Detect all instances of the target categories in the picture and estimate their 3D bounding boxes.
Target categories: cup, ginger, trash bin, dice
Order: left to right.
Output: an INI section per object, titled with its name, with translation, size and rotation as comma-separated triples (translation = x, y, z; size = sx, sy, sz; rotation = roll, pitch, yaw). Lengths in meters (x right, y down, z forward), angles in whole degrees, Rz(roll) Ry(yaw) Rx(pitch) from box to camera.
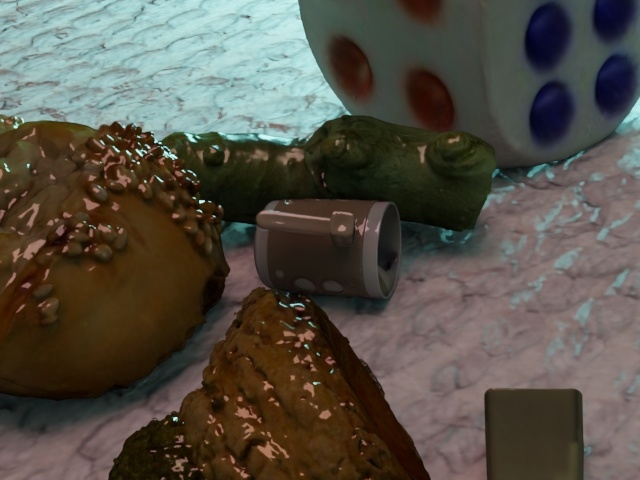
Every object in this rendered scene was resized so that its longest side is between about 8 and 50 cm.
[cup]
translation = 0.000, 0.008, 0.993
size = 0.099, 0.074, 0.102
rotation = 2, 10, 18
[ginger]
translation = 0.002, -0.055, 1.063
size = 0.290, 0.089, 0.137
rotation = 3, 0, 25
[dice]
translation = 0.142, -0.222, 1.191
size = 0.243, 0.259, 0.251
rotation = -29, 38, -30
[trash bin]
translation = 0.128, 0.135, 0.797
size = 0.061, 0.043, 0.092
rotation = -1, 34, 9

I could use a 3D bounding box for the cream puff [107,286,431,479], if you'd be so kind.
[cream puff]
translation = -0.037, 0.137, 0.734
size = 0.169, 0.183, 0.183
rotation = -34, 32, 4

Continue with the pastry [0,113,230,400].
[pastry]
translation = -0.226, -0.003, 0.980
size = 0.311, 0.162, 0.255
rotation = 11, 32, 24
